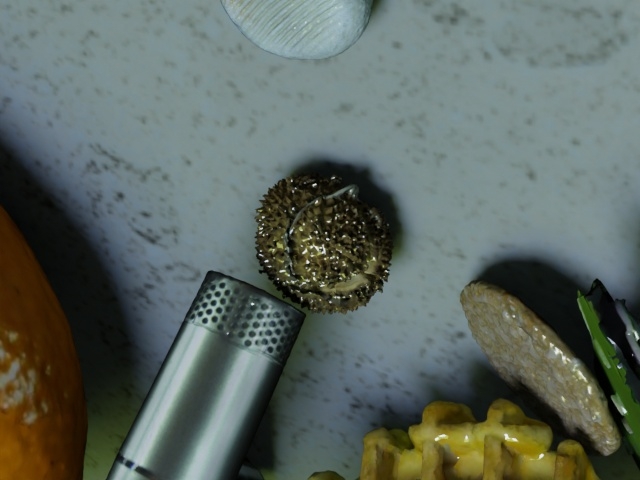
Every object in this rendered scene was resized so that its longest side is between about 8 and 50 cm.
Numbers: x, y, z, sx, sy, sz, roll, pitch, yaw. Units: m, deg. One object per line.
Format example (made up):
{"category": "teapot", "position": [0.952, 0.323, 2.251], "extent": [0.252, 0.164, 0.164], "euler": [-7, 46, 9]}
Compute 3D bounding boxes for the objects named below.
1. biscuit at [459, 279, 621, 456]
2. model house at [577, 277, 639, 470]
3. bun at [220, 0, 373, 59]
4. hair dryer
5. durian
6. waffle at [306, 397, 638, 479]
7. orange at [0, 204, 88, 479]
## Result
{"category": "biscuit", "position": [0.115, 0.068, 0.758], "extent": [0.120, 0.015, 0.120], "euler": [48, 168, 14]}
{"category": "model house", "position": [0.251, 0.136, 0.653], "extent": [0.154, 0.294, 0.207], "euler": [-27, 154, 4]}
{"category": "bun", "position": [-0.012, -0.126, 0.694], "extent": [0.083, 0.045, 0.083], "euler": [16, 135, 17]}
{"category": "hair dryer", "position": [-0.077, 0.207, 0.823], "extent": [0.155, 0.320, 0.284], "euler": [21, 162, 25]}
{"category": "durian", "position": [0.000, 0.000, 0.780], "extent": [0.080, 0.080, 0.091], "euler": [65, 170, -27]}
{"category": "waffle", "position": [0.070, 0.212, 0.746], "extent": [0.253, 0.056, 0.249], "euler": [-37, 61, 14]}
{"category": "orange", "position": [-0.352, 0.111, 0.857], "extent": [0.423, 0.326, 0.424], "euler": [1, 94, 16]}
